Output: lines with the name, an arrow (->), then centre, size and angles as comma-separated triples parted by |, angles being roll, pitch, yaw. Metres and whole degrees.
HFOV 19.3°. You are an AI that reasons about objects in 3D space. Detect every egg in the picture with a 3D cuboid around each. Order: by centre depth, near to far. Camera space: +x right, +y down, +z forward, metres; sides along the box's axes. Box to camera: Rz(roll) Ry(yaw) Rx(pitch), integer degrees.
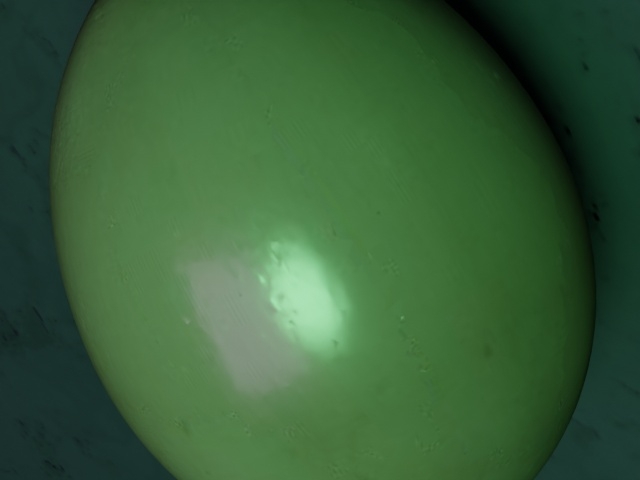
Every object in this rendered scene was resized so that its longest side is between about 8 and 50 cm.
egg -> 0.000, 0.000, 0.680 | 0.186, 0.186, 0.241 | -9, 109, 43
